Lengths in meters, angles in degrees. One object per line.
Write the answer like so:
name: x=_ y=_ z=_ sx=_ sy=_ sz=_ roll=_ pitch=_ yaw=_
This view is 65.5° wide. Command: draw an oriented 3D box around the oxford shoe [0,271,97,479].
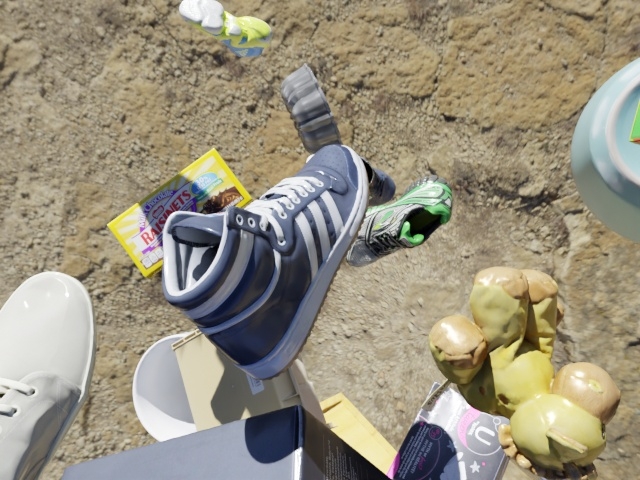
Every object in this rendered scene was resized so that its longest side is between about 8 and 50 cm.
oxford shoe: x=-0.417 y=0.231 z=0.633 sx=0.169 sy=0.130 sz=0.449 roll=8 pitch=56 yaw=3

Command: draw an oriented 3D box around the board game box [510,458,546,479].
board game box: x=0.463 y=0.497 z=1.182 sx=0.243 sy=0.165 sz=0.042 roll=39 pitch=80 yaw=26

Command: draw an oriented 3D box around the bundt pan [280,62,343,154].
bundt pan: x=-0.041 y=-0.439 z=1.752 sx=0.124 sy=0.331 sz=0.331 roll=-25 pitch=75 yaw=1

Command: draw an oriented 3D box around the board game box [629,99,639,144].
board game box: x=0.278 y=-0.152 z=0.325 sx=0.043 sy=0.092 sz=0.181 roll=12 pitch=94 yaw=-14

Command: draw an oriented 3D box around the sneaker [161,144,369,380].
sneaker: x=-0.046 y=-0.025 z=0.489 sx=0.099 sy=0.153 sz=0.282 roll=-5 pitch=51 yaw=39

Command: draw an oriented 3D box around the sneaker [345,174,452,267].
sneaker: x=0.190 y=-0.030 z=1.295 sx=0.134 sy=0.146 sz=0.343 roll=39 pitch=123 yaw=-20

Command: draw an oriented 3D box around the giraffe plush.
giraffe plush: x=0.217 y=0.153 z=0.511 sx=0.170 sy=0.181 sz=0.210 roll=43 pitch=116 yaw=47

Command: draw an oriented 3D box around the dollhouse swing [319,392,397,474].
dollhouse swing: x=0.063 y=0.728 z=1.575 sx=0.305 sy=0.315 sz=0.347 roll=-30 pitch=50 yaw=-27

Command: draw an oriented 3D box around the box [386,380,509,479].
box: x=0.195 y=0.382 z=0.775 sx=0.142 sy=0.163 sz=0.247 roll=22 pitch=65 yaw=31

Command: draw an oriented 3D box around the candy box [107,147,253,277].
candy box: x=-0.218 y=-0.043 z=0.781 sx=0.206 sy=0.027 sz=0.105 roll=-37 pitch=85 yaw=-3

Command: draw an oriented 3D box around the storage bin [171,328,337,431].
storage bin: x=-0.128 y=0.268 z=0.947 sx=0.260 sy=0.123 sz=0.262 roll=-31 pitch=68 yaw=26

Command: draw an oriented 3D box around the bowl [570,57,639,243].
bowl: x=0.498 y=-0.138 z=0.675 sx=0.311 sy=0.163 sz=0.311 roll=0 pitch=91 yaw=35

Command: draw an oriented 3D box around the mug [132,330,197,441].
mug: x=-0.253 y=0.389 z=1.358 sx=0.374 sy=0.328 sz=0.276 roll=8 pitch=87 yaw=15

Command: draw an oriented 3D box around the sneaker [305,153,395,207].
sneaker: x=0.126 y=-0.170 z=1.435 sx=0.148 sy=0.350 sz=0.131 roll=1 pitch=86 yaw=48

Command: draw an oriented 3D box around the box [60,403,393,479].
box: x=-0.090 y=0.370 z=0.578 sx=0.343 sy=0.312 sz=0.179 roll=-21 pitch=42 yaw=20

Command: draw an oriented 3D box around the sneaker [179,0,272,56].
sneaker: x=-0.252 y=-0.542 z=1.309 sx=0.240 sy=0.126 sz=0.091 roll=17 pitch=72 yaw=-12
